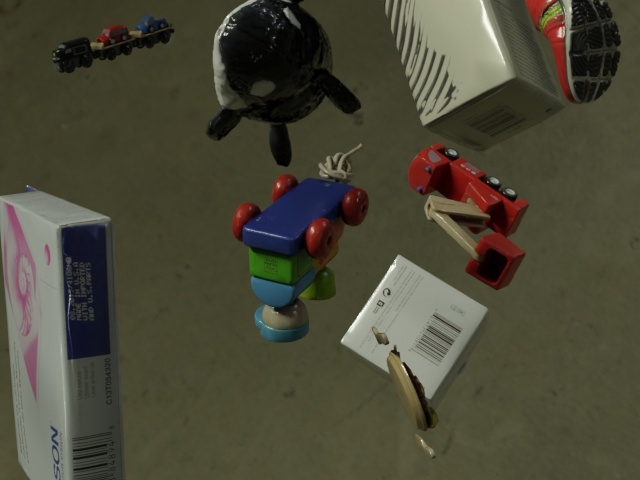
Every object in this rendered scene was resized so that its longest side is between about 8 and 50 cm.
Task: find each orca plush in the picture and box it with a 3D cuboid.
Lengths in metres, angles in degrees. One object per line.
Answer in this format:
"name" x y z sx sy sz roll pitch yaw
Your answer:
"orca plush" -0.020 -0.120 0.922 0.102 0.287 0.151 31 73 7

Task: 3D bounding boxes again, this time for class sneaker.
"sneaker" 0.356 -0.328 1.561 0.118 0.107 0.279 -20 76 56

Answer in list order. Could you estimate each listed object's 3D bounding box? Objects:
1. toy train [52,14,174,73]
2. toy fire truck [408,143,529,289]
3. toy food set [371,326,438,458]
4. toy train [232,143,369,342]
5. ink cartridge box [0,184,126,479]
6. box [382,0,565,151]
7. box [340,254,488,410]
"toy train" -0.230 -0.223 1.185 0.158 0.036 0.027 -27 25 -37
"toy fire truck" 0.162 -0.033 1.186 0.192 0.135 0.047 38 126 24
"toy food set" 0.131 0.208 1.496 0.038 0.132 0.192 -22 91 -5
"toy train" 0.000 0.000 1.172 0.105 0.144 0.248 13 28 22
"ink cartridge box" -0.302 0.116 1.176 0.330 0.071 0.324 15 109 58
"box" 0.114 -0.226 0.941 0.094 0.113 0.275 -27 66 29
"box" 0.159 0.154 1.759 0.181 0.119 0.181 31 79 18
